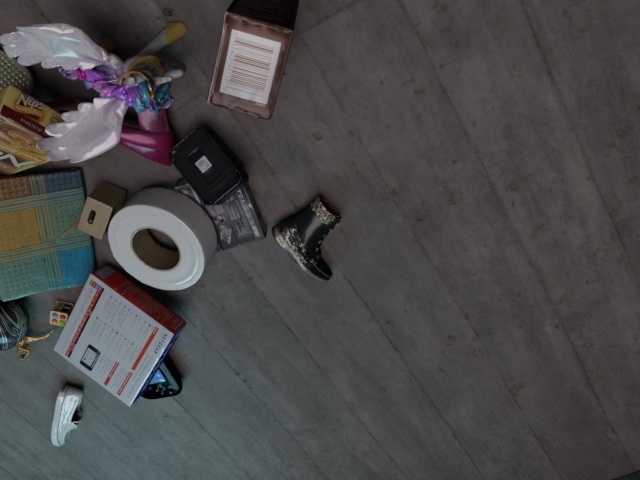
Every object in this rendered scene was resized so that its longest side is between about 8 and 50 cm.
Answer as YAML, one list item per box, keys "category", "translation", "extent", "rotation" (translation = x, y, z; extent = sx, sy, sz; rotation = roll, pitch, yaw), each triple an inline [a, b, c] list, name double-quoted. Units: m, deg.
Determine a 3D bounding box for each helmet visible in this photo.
- category: "helmet"
  translation: [-0.955, 0.243, 1.900]
  extent: [0.162, 0.169, 0.169]
  rotation: [37, 115, -2]

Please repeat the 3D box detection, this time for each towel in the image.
- category: "towel"
  translation: [-0.778, -0.016, 1.763]
  extent: [0.272, 0.040, 0.370]
  rotation: [-11, 123, -24]

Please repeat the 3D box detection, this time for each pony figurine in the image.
- category: "pony figurine"
  translation: [-0.469, -0.368, 1.419]
  extent: [0.351, 0.363, 0.302]
  rotation: [-10, 121, 6]

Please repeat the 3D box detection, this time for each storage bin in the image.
- category: "storage bin"
  translation: [-0.287, -0.190, 1.642]
  extent: [0.122, 0.084, 0.180]
  rotation: [-39, 89, 10]

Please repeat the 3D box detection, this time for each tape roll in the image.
- category: "tape roll"
  translation: [-0.434, -0.001, 1.754]
  extent: [0.286, 0.100, 0.286]
  rotation: [8, 127, 11]

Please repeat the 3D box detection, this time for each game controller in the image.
- category: "game controller"
  translation: [-0.573, 0.390, 2.046]
  extent: [0.167, 0.067, 0.319]
  rotation: [-18, 119, 10]

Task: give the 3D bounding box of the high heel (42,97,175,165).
- category: "high heel"
  translation: [-0.565, -0.263, 1.618]
  extent: [0.378, 0.127, 0.181]
  rotation: [-1, 117, 0]

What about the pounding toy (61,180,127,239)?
- category: "pounding toy"
  translation: [-0.613, -0.073, 1.728]
  extent: [0.100, 0.130, 0.141]
  rotation: [26, 118, -7]

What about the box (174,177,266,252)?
- category: "box"
  translation: [-0.273, -0.086, 1.769]
  extent: [0.183, 0.056, 0.231]
  rotation: [-16, 119, 10]

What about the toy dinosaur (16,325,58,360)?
- category: "toy dinosaur"
  translation: [-0.930, 0.314, 2.000]
  extent: [0.212, 0.064, 0.112]
  rotation: [5, 120, -4]

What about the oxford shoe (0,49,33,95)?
- category: "oxford shoe"
  translation: [-0.931, -0.398, 1.545]
  extent: [0.450, 0.169, 0.130]
  rotation: [2, 162, -10]

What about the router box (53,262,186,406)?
- category: "router box"
  translation: [-0.606, 0.288, 1.908]
  extent: [0.301, 0.082, 0.335]
  rotation: [36, 116, 2]

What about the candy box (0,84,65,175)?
- category: "candy box"
  translation: [-0.749, -0.255, 1.532]
  extent: [0.317, 0.087, 0.183]
  rotation: [-8, 152, 38]

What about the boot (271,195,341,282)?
- category: "boot"
  translation: [-0.001, 0.000, 1.807]
  extent: [0.179, 0.085, 0.236]
  rotation: [-37, 114, 17]

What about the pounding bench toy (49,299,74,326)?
- category: "pounding bench toy"
  translation: [-0.795, 0.237, 1.953]
  extent: [0.052, 0.065, 0.083]
  rotation: [13, 120, -8]

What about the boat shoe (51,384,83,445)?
- category: "boat shoe"
  translation: [-0.851, 0.604, 2.156]
  extent: [0.084, 0.095, 0.258]
  rotation: [15, 121, -4]

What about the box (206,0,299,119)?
- category: "box"
  translation: [-0.136, -0.426, 1.378]
  extent: [0.143, 0.381, 0.191]
  rotation: [15, 119, -6]
